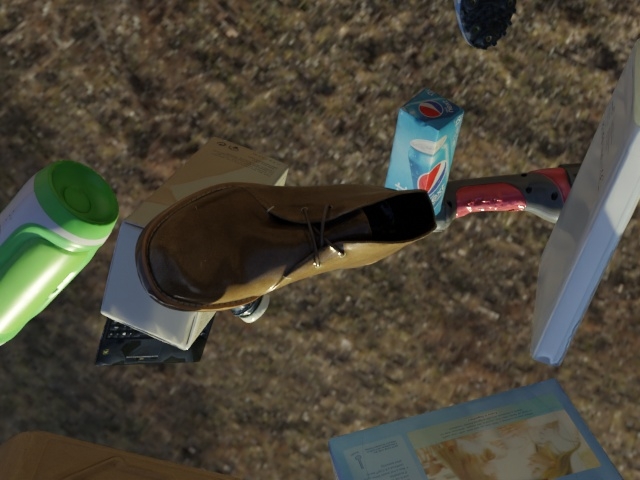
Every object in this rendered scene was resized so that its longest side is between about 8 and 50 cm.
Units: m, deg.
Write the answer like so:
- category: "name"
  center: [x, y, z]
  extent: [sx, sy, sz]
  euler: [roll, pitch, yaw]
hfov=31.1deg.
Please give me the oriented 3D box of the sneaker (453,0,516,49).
- category: "sneaker"
  center: [0.171, -0.341, 1.343]
  extent: [0.086, 0.085, 0.237]
  euler: [-139, 30, -64]

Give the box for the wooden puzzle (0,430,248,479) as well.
- category: "wooden puzzle"
  center: [-0.115, 0.274, 0.898]
  extent: [0.348, 0.322, 0.080]
  euler: [11, 105, -6]

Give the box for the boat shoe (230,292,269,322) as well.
- category: "boat shoe"
  center: [-0.161, 0.045, 2.003]
  extent: [0.095, 0.254, 0.079]
  euler: [-40, 126, 14]

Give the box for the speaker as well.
- category: "speaker"
  center: [-0.395, 0.025, 1.525]
  extent: [0.131, 0.131, 0.296]
  euler: [43, 118, -9]

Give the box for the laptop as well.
- category: "laptop"
  center: [-0.265, 0.156, 2.148]
  extent: [0.136, 0.234, 0.264]
  euler: [45, 123, 45]

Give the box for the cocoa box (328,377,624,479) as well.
- category: "cocoa box"
  center: [0.211, 0.377, 1.569]
  extent: [0.347, 0.231, 0.228]
  euler: [-14, 123, -8]

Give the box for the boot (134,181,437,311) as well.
- category: "boot"
  center: [-0.022, -0.009, 1.031]
  extent: [0.115, 0.305, 0.112]
  euler: [-13, 90, 50]

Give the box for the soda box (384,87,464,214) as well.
- category: "soda box"
  center: [0.147, -0.115, 1.687]
  extent: [0.071, 0.067, 0.210]
  euler: [34, 143, 22]

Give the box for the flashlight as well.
- category: "flashlight"
  center: [0.285, -0.060, 1.831]
  extent: [0.304, 0.103, 0.103]
  euler: [-7, 89, -6]

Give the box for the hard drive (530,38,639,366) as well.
- category: "hard drive"
  center: [0.346, -0.045, 1.430]
  extent: [0.047, 0.233, 0.353]
  euler: [18, 127, 3]

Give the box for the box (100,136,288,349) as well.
- category: "box"
  center: [-0.155, -0.006, 1.488]
  extent: [0.121, 0.311, 0.148]
  euler: [22, 116, 6]
